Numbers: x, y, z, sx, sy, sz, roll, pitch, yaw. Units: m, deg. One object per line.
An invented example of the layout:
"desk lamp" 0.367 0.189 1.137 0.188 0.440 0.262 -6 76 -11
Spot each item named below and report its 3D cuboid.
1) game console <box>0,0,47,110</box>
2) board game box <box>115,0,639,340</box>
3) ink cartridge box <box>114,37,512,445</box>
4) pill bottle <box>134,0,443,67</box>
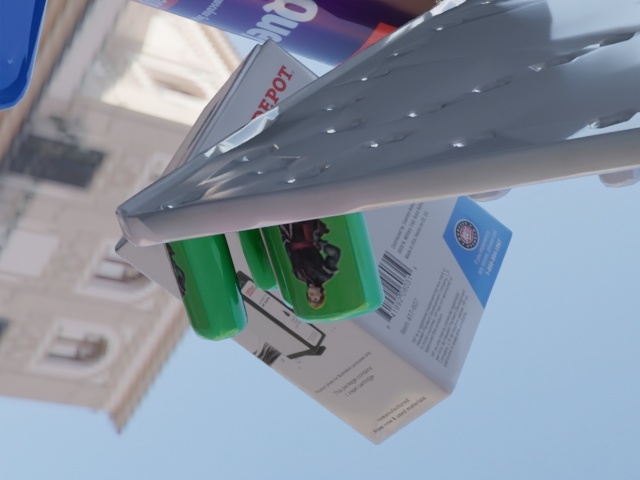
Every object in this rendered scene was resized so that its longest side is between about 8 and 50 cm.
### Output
"game console" -0.283 -0.237 0.952 0.173 0.250 0.293 -6 -114 33
"board game box" 0.188 -0.076 0.576 0.390 0.390 0.050 -9 -73 30
"ink cartridge box" 0.000 0.000 1.020 0.086 0.203 0.148 -42 -165 45
"pill bottle" 0.001 -0.215 1.153 0.181 0.322 0.182 -50 -149 46
